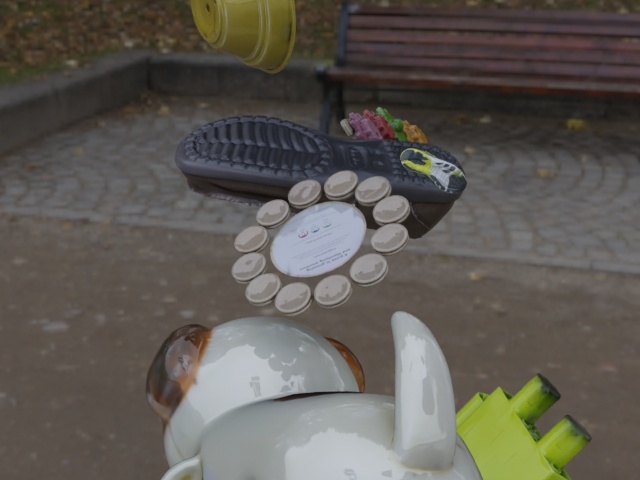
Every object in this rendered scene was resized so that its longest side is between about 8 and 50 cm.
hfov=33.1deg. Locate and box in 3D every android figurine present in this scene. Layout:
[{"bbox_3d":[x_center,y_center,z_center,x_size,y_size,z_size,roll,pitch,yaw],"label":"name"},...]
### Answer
[{"bbox_3d":[0.210,0.298,1.332,0.056,0.273,0.248,32,14,-30],"label":"android figurine"}]

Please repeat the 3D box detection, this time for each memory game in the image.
[{"bbox_3d":[0.000,0.000,1.039,0.186,0.012,0.186,-14,42,13],"label":"memory game"}]

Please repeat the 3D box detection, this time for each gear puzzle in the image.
[{"bbox_3d":[0.141,-0.153,1.814,0.044,0.175,0.339,-34,-2,21],"label":"gear puzzle"}]

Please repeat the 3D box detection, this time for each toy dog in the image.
[{"bbox_3d":[-0.034,0.216,0.987,0.284,0.395,0.408,-3,20,-20],"label":"toy dog"}]

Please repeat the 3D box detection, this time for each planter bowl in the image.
[{"bbox_3d":[-0.125,-0.336,1.526,0.090,0.217,0.217,-17,24,-25],"label":"planter bowl"}]

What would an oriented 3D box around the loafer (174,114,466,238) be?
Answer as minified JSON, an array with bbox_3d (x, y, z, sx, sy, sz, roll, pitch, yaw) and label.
[{"bbox_3d":[-0.005,-0.059,1.364,0.366,0.130,0.134,9,38,-4],"label":"loafer"}]

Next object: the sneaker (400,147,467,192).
[{"bbox_3d":[0.129,-0.083,1.216,0.083,0.031,0.035,30,18,-8],"label":"sneaker"}]
